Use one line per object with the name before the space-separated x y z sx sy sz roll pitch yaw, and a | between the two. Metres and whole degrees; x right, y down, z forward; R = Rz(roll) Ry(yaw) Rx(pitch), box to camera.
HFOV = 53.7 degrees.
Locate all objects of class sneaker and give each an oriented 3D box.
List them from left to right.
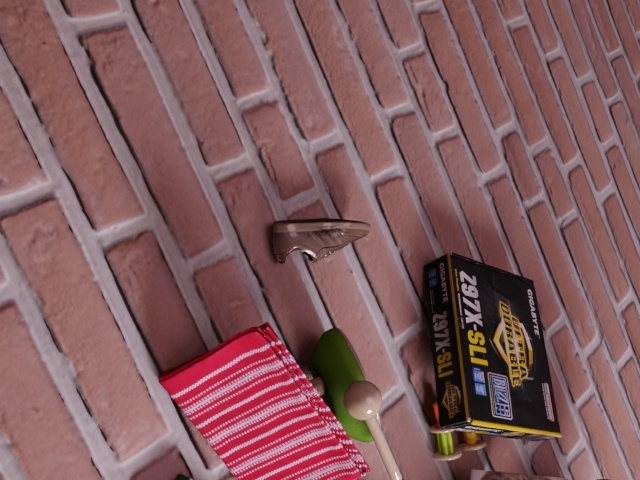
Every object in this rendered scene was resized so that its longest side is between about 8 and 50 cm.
sneaker | 0.000 0.000 1.075 0.188 0.066 0.071 -2 99 -30

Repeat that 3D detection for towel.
towel | -0.082 0.258 0.887 0.275 0.199 0.031 56 23 -12

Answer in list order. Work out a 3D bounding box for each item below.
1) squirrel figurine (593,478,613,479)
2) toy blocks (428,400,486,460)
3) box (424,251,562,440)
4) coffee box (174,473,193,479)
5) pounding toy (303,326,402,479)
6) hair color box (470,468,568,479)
squirrel figurine | 0.545 0.633 1.123 0.281 0.397 0.370 31 73 -22
toy blocks | 0.250 0.321 1.184 0.123 0.054 0.148 -4 84 -36
box | 0.326 0.205 1.207 0.257 0.079 0.322 17 58 -30
coffee box | -0.205 0.425 0.849 0.113 0.040 0.184 52 57 -16
pounding toy | 0.015 0.246 0.952 0.110 0.237 0.183 -19 113 -12
hair color box | 0.329 0.577 1.058 0.105 0.174 0.347 62 34 -43
